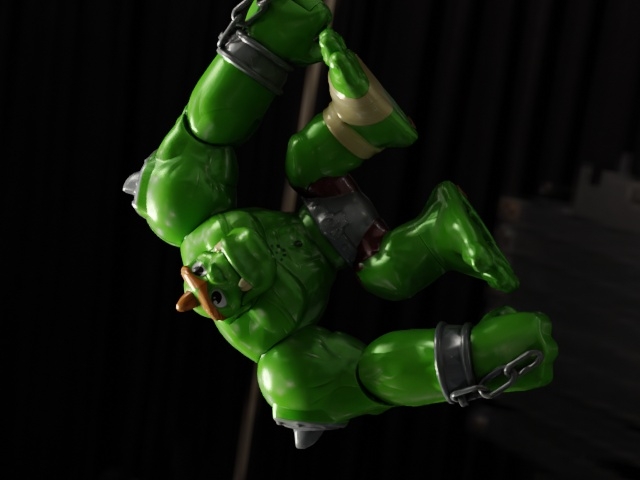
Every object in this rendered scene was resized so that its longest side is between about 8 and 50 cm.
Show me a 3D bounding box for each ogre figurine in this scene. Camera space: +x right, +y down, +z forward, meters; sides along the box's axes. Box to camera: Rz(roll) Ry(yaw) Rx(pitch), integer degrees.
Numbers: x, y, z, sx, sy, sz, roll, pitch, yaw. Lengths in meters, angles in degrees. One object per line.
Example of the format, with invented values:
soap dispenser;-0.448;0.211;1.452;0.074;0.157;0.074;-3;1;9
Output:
ogre figurine;0.000;0.000;0.719;0.197;0.118;0.097;51;-169;-6
